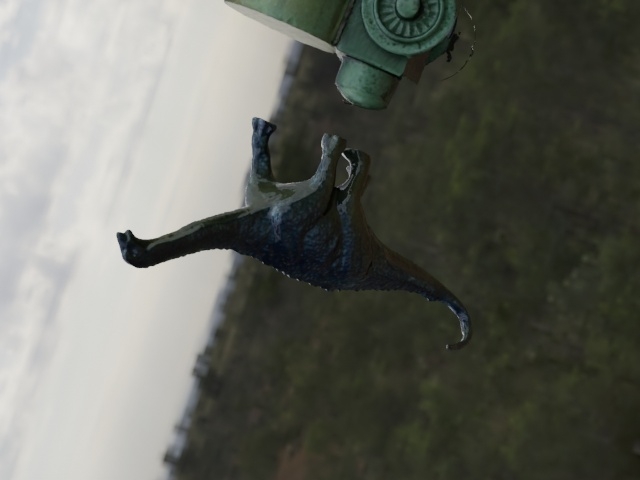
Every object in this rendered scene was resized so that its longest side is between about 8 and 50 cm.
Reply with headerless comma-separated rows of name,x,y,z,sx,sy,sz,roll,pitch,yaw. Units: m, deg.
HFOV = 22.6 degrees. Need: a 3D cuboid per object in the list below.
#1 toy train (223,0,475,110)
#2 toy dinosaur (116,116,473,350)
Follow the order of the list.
toy train,0.052,-0.253,1.185,0.126,0.189,0.307,17,-84,-78
toy dinosaur,0.000,-0.012,1.343,0.076,0.363,0.147,9,83,55
